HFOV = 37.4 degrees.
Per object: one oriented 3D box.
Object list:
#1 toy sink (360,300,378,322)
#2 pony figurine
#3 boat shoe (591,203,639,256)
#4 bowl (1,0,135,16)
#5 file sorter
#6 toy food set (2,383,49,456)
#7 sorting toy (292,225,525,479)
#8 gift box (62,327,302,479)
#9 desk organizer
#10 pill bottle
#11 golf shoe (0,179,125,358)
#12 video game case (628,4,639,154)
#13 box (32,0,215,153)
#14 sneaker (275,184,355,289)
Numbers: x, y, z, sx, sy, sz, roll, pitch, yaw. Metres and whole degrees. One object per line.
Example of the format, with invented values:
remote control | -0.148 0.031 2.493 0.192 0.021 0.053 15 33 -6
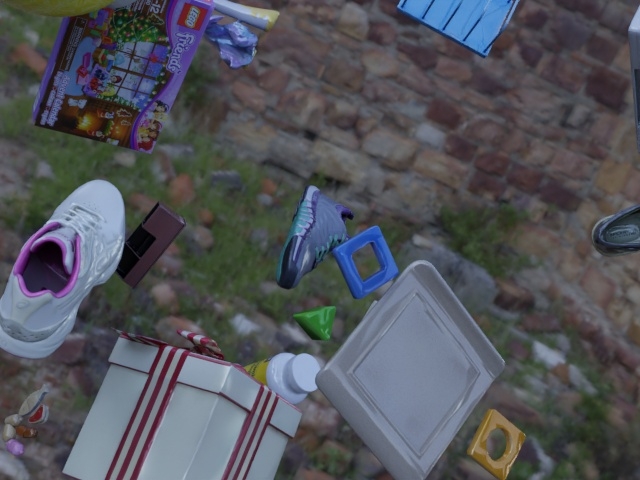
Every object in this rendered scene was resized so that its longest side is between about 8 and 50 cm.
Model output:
toy sink | 0.164 0.253 1.998 0.153 0.131 0.234 26 14 -15
pony figurine | -0.258 -0.480 1.775 0.363 0.351 0.303 30 -9 -11
boat shoe | 0.489 -0.029 1.313 0.073 0.223 0.080 -10 82 -75
bowl | -0.296 -0.396 1.238 0.289 0.289 0.156 39 0 40
file sorter | 0.234 -0.405 1.544 0.170 0.118 0.104 28 -17 -3
toy food set | -0.433 0.274 1.382 0.019 0.122 0.078 36 22 -42
sorting toy | 0.101 0.150 1.071 0.347 0.196 0.047 52 -26 -16
gift box | -0.218 0.279 1.433 0.276 0.258 0.255 13 -21 29
desk organizer | -0.264 0.006 1.437 0.050 0.130 0.047 38 3 -17
pill bottle | -0.085 0.278 1.847 0.103 0.184 0.103 21 57 -37
golf shoe | -0.331 0.012 1.262 0.115 0.140 0.306 22 47 -6
video game case | 0.467 -0.268 1.262 0.025 0.204 0.285 21 -18 29
box | -0.315 -0.287 1.493 0.201 0.293 0.057 12 36 -27
sneaker | 0.000 0.000 1.430 0.098 0.083 0.223 22 40 -5
